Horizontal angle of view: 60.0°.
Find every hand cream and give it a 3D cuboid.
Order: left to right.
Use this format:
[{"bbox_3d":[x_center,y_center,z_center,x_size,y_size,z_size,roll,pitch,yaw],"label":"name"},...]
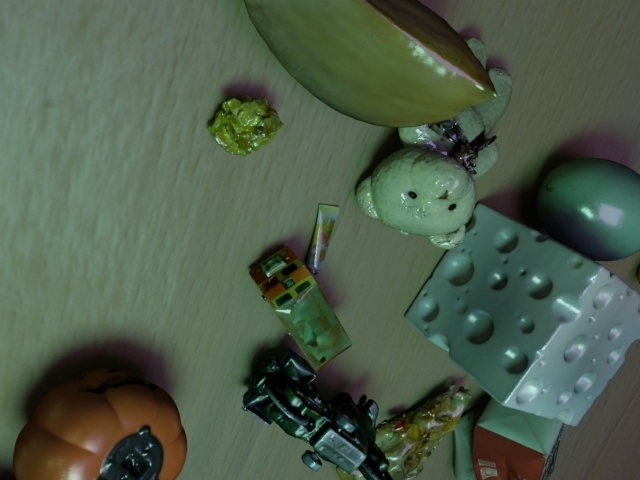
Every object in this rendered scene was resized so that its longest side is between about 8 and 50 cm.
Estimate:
[{"bbox_3d":[0.000,0.000,0.774,0.035,0.022,0.102,8,105,-29],"label":"hand cream"},{"bbox_3d":[0.315,0.444,1.190,0.087,0.054,0.186,-18,116,-30],"label":"hand cream"}]

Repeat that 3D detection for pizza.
[{"bbox_3d":[0.173,0.389,1.057,0.297,0.071,0.189,-32,126,-14],"label":"pizza"}]

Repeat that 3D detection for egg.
[{"bbox_3d":[0.466,-0.052,0.938,0.231,0.168,0.168,18,104,-31],"label":"egg"}]

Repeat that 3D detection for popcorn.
[{"bbox_3d":[-0.085,-0.129,0.630,0.083,0.068,0.059,-17,81,4],"label":"popcorn"}]

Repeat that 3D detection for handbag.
[{"bbox_3d":[0.403,0.463,1.164,0.171,0.151,0.298,-37,135,-44],"label":"handbag"}]

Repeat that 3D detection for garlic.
[{"bbox_3d":[0.028,-0.242,0.556,0.339,0.196,0.151,31,81,-36],"label":"garlic"}]

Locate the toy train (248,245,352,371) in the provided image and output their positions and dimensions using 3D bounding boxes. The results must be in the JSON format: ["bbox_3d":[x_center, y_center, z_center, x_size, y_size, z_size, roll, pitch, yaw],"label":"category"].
[{"bbox_3d":[-0.022,0.098,0.763,0.072,0.099,0.188,-37,127,-11],"label":"toy train"}]

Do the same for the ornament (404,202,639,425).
[{"bbox_3d":[0.338,0.119,0.906,0.240,0.239,0.239,25,101,-38],"label":"ornament"}]

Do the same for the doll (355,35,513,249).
[{"bbox_3d":[0.178,-0.133,0.748,0.175,0.149,0.278,25,87,-6],"label":"doll"}]

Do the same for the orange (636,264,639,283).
[{"bbox_3d":[0.757,0.077,1.245,0.084,0.083,0.083,-14,121,-25],"label":"orange"}]

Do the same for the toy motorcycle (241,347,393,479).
[{"bbox_3d":[0.002,0.264,0.836,0.275,0.187,0.124,43,90,-20],"label":"toy motorcycle"}]

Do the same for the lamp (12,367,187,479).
[{"bbox_3d":[-0.260,0.246,0.656,0.188,0.164,0.187,-2,93,-45],"label":"lamp"}]
